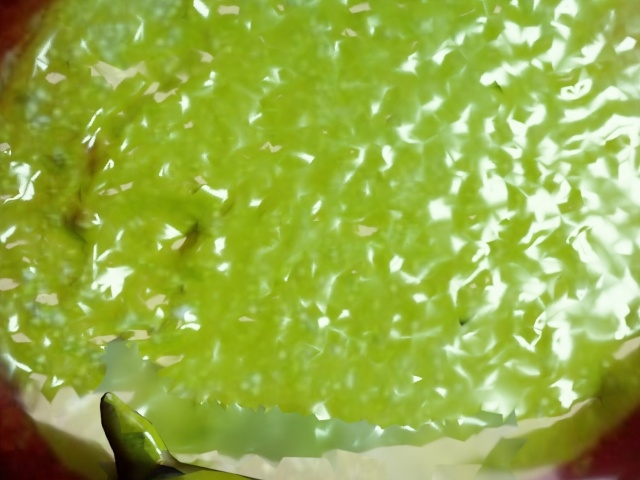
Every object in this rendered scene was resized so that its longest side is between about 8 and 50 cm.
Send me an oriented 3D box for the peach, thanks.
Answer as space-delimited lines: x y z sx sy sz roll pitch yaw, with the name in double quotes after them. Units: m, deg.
0.010 0.000 0.754 0.405 0.310 0.335 -10 85 -13 "peach"
